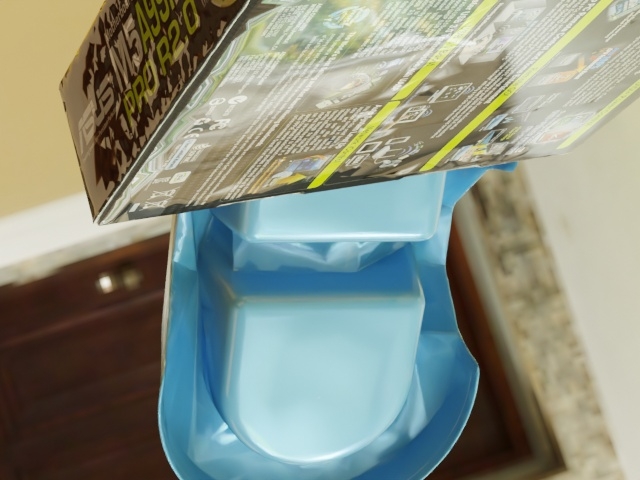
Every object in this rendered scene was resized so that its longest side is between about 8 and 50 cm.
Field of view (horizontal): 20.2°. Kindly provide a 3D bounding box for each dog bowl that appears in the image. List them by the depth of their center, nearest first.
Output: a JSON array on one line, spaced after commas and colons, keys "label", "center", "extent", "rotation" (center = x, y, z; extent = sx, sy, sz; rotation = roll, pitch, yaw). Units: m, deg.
[{"label": "dog bowl", "center": [0.000, 0.000, 0.896], "extent": [0.074, 0.166, 0.297], "rotation": [-118, -148, -58]}]

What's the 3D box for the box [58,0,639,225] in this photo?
[{"label": "box", "center": [0.050, -0.092, 0.596], "extent": [0.270, 0.216, 0.060], "rotation": [-45, -121, 61]}]
